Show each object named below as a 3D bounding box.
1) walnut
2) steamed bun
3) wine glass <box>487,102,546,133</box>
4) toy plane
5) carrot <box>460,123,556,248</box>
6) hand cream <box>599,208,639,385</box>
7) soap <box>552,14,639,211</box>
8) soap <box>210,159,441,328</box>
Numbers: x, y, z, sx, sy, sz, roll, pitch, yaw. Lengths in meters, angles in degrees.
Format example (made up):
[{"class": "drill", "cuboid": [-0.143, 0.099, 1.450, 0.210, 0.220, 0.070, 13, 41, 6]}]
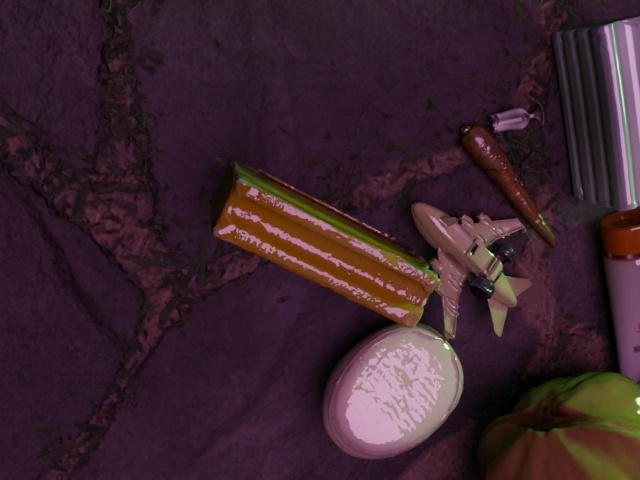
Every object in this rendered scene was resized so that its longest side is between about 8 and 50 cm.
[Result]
[{"class": "walnut", "cuboid": [0.416, 0.395, 1.243, 0.384, 0.383, 0.383, -2, 101, -9]}, {"class": "steamed bun", "cuboid": [0.103, 0.228, 1.256, 0.228, 0.131, 0.177, -43, 92, -9]}, {"class": "wine glass", "cuboid": [0.299, -0.183, 1.260, 0.083, 0.039, 0.042, -12, 81, -5]}, {"class": "toy plane", "cuboid": [0.225, 0.028, 1.244, 0.244, 0.092, 0.229, 47, 66, -24]}, {"class": "carrot", "cuboid": [0.297, -0.081, 1.279, 0.049, 0.049, 0.254, -40, 108, -1]}, {"class": "hand cream", "cuboid": [0.512, 0.109, 1.334, 0.140, 0.089, 0.314, -26, 112, -17]}, {"class": "soap", "cuboid": [0.430, -0.188, 1.221, 0.088, 0.160, 0.265, -14, 102, -8]}, {"class": "soap", "cuboid": [0.000, 0.000, 1.166, 0.315, 0.199, 0.091, 25, 98, -14]}]
